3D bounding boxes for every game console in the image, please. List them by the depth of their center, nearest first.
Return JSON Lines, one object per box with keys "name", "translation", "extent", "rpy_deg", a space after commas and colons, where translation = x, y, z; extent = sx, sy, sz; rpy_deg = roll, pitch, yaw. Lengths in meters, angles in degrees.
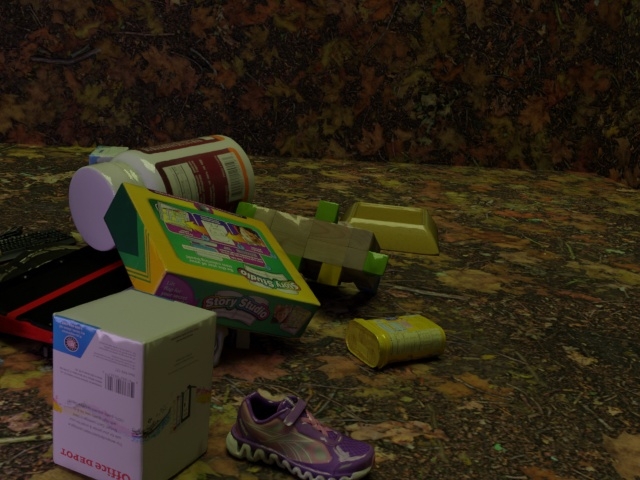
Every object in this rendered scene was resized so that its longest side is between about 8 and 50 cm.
{"name": "game console", "translation": [-0.494, 0.105, 1.657], "extent": [0.342, 0.060, 0.386], "rpy_deg": [10, 26, 33]}

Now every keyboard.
{"name": "keyboard", "translation": [-0.828, 0.006, 2.100], "extent": [0.201, 0.033, 0.317], "rpy_deg": [13, 17, 28]}

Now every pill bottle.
{"name": "pill bottle", "translation": [-0.361, -0.111, 1.831], "extent": [0.224, 0.224, 0.392], "rpy_deg": [17, 24, 37]}

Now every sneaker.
{"name": "sneaker", "translation": [-0.031, 0.292, 1.197], "extent": [0.236, 0.104, 0.095], "rpy_deg": [11, 15, 16]}

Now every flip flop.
{"name": "flip flop", "translation": [-0.659, 0.082, 1.815], "extent": [0.112, 0.080, 0.277], "rpy_deg": [16, 34, 28]}

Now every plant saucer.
{"name": "plant saucer", "translation": [0.217, -0.051, 2.523], "extent": [0.333, 0.081, 0.333], "rpy_deg": [7, 16, 5]}

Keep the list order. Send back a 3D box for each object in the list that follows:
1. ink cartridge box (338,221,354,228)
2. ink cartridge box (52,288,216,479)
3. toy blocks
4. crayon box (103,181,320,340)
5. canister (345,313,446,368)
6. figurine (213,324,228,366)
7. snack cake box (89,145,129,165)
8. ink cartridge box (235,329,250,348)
{"name": "ink cartridge box", "translation": [0.000, 0.000, 2.264], "extent": [0.203, 0.086, 0.148], "rpy_deg": [-1, 16, -16]}
{"name": "ink cartridge box", "translation": [-0.272, 0.215, 1.158], "extent": [0.171, 0.232, 0.168], "rpy_deg": [12, 15, 26]}
{"name": "toy blocks", "translation": [-0.003, 0.031, 1.930], "extent": [0.381, 0.190, 0.261], "rpy_deg": [13, -14, 15]}
{"name": "crayon box", "translation": [-0.221, 0.044, 1.596], "extent": [0.363, 0.106, 0.313], "rpy_deg": [16, 25, -38]}
{"name": "canister", "translation": [0.157, 0.203, 1.624], "extent": [0.170, 0.073, 0.126], "rpy_deg": [-3, 18, -30]}
{"name": "figurine", "translation": [-0.318, 0.186, 1.531], "extent": [0.215, 0.092, 0.209], "rpy_deg": [-7, 15, -38]}
{"name": "snack cake box", "translation": [-0.582, -0.118, 2.177], "extent": [0.089, 0.264, 0.152], "rpy_deg": [2, 16, -8]}
{"name": "ink cartridge box", "translation": [-0.158, 0.185, 1.632], "extent": [0.028, 0.048, 0.083], "rpy_deg": [4, 16, -4]}
